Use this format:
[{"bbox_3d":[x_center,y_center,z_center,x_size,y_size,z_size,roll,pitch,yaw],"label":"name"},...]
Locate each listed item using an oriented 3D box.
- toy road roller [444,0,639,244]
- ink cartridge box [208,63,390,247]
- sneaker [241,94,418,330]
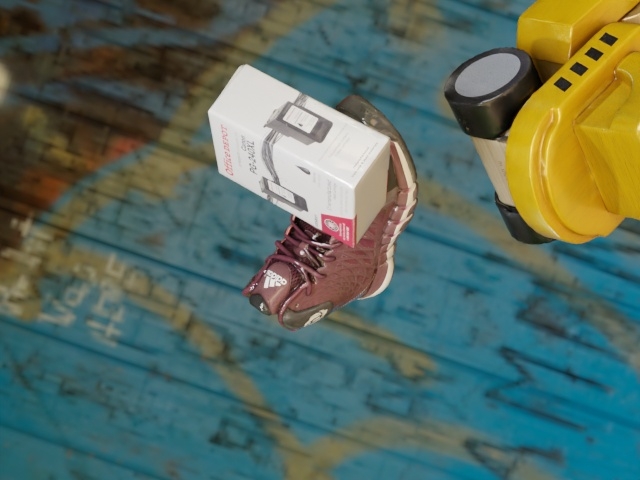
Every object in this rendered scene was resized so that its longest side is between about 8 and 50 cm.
[{"bbox_3d":[0.312,-0.135,1.385,0.329,0.241,0.202,-43,-55,-21],"label":"toy road roller"},{"bbox_3d":[-0.019,-0.074,1.197,0.063,0.150,0.109,-55,-17,-23],"label":"ink cartridge box"},{"bbox_3d":[0.000,0.000,1.307,0.162,0.106,0.281,-36,-30,-25],"label":"sneaker"}]
